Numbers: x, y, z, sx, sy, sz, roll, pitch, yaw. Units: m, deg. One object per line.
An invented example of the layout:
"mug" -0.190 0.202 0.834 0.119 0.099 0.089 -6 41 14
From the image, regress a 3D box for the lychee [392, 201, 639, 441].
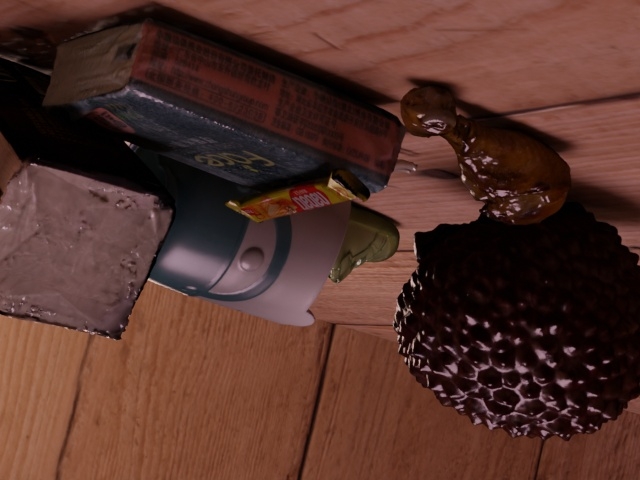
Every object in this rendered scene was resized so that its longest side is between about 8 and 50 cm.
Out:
"lychee" 0.243 0.093 1.837 0.330 0.306 0.306 44 175 9

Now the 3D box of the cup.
"cup" -0.121 -0.042 1.925 0.257 0.219 0.290 18 -158 -27

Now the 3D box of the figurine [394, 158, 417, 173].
"figurine" 0.060 -0.095 1.793 0.109 0.047 0.064 7 166 -21

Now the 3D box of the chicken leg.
"chicken leg" 0.168 -0.093 1.567 0.107 0.087 0.251 -19 147 33

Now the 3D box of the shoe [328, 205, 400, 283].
"shoe" 0.002 -0.007 2.238 0.140 0.128 0.262 24 176 35

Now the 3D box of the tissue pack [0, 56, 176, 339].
"tissue pack" -0.332 -0.068 1.703 0.210 0.198 0.370 13 -162 -32

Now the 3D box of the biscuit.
"biscuit" -0.028 -0.046 1.608 0.048 0.026 0.292 38 161 -17

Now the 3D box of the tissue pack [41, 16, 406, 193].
"tissue pack" -0.103 -0.134 1.590 0.315 0.103 0.228 19 171 -30
